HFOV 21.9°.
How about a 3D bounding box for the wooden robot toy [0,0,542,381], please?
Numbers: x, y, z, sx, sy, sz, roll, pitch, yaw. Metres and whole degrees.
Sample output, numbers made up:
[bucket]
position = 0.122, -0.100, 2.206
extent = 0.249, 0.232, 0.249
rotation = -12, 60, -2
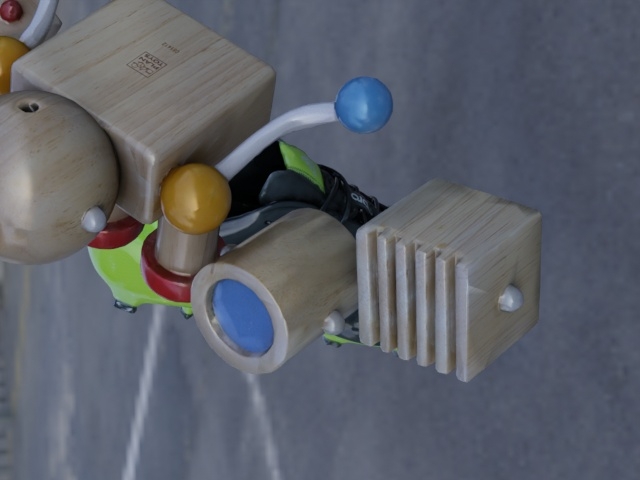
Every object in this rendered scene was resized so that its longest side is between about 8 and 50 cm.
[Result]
[wooden robot toy]
position = -0.044, -0.008, 0.353
extent = 0.173, 0.079, 0.076
rotation = 32, 133, 22

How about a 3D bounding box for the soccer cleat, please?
[soccer cleat]
position = 0.000, 0.000, 0.643
extent = 0.060, 0.179, 0.072
rotation = -105, 27, -52
